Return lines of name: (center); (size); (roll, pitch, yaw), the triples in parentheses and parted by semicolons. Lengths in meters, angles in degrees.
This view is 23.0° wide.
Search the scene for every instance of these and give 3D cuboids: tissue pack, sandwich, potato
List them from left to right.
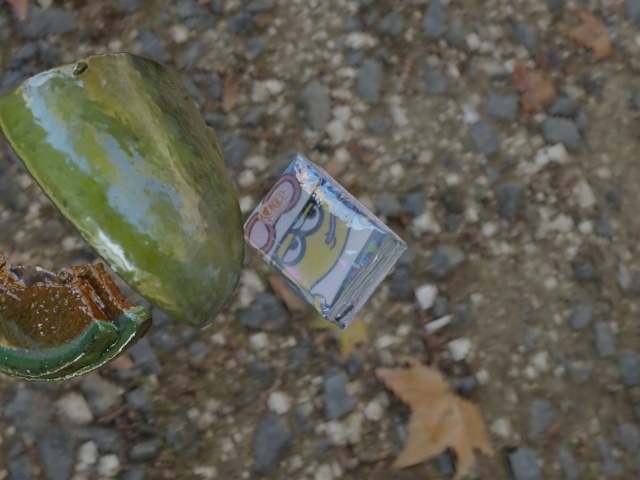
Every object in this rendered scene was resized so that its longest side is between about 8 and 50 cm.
sandwich: (-0.149, 0.037, 0.797); (0.029, 0.135, 0.067); (3, 100, -66)
potato: (-0.144, -0.046, 1.508); (0.269, 0.112, 0.255); (5, 48, -59)
tissue pack: (0.000, 0.000, 1.657); (0.155, 0.115, 0.065); (42, 7, 30)
